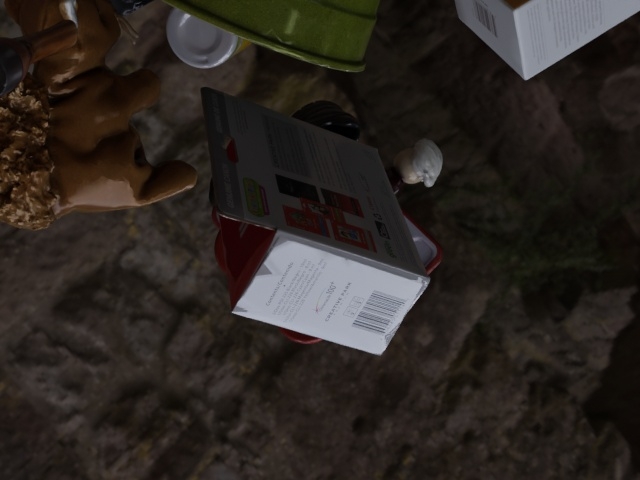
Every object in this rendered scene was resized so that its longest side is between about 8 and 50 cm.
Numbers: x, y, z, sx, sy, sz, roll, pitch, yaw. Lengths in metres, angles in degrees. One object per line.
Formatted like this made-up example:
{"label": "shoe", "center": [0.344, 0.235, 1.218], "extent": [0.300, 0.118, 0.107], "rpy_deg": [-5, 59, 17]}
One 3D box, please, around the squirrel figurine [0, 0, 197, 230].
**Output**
{"label": "squirrel figurine", "center": [-0.450, -0.232, 1.684], "extent": [0.397, 0.371, 0.281], "rpy_deg": [-26, -150, -37]}

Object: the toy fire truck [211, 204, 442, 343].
{"label": "toy fire truck", "center": [0.000, 0.000, 1.508], "extent": [0.254, 0.302, 0.169], "rpy_deg": [-45, 171, 4]}

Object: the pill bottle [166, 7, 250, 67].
{"label": "pill bottle", "center": [-0.190, -0.420, 1.923], "extent": [0.136, 0.136, 0.246], "rpy_deg": [-32, -169, 23]}

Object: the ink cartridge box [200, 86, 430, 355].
{"label": "ink cartridge box", "center": [-0.041, -0.033, 1.258], "extent": [0.130, 0.271, 0.309], "rpy_deg": [-59, -155, 27]}

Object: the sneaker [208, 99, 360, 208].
{"label": "sneaker", "center": [-0.058, -0.134, 1.650], "extent": [0.286, 0.109, 0.130], "rpy_deg": [-39, -154, -12]}

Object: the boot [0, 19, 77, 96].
{"label": "boot", "center": [-0.480, -0.227, 1.322], "extent": [0.264, 0.096, 0.280], "rpy_deg": [-21, -160, 11]}

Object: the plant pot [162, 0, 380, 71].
{"label": "plant pot", "center": [-0.041, -0.457, 1.301], "extent": [0.366, 0.366, 0.353], "rpy_deg": [-85, -162, -71]}

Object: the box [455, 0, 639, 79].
{"label": "box", "center": [0.419, -0.468, 1.703], "extent": [0.345, 0.168, 0.215], "rpy_deg": [-32, -128, -5]}

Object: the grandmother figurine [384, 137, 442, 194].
{"label": "grandmother figurine", "center": [0.082, -0.088, 1.920], "extent": [0.342, 0.104, 0.208], "rpy_deg": [-30, -167, -4]}

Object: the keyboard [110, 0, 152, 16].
{"label": "keyboard", "center": [-0.348, -0.467, 1.820], "extent": [0.180, 0.108, 0.023], "rpy_deg": [-32, -130, -10]}
